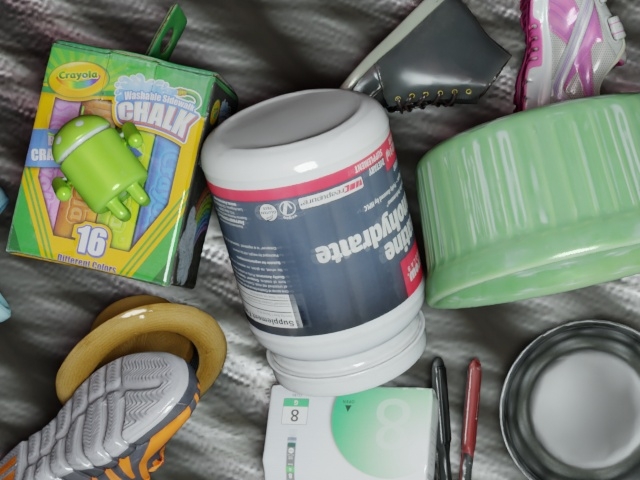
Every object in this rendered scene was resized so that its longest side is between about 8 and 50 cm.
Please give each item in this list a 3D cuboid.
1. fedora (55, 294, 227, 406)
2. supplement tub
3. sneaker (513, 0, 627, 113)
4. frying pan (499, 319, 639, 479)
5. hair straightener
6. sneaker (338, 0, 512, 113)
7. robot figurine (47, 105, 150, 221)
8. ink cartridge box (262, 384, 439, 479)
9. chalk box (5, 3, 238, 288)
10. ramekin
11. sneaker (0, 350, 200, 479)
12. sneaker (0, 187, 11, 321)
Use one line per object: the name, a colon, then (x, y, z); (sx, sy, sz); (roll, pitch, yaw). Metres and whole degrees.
fedora: (-0.198, 0.120, 1.514); (0.194, 0.194, 0.079); (-26, 47, 3)
supplement tub: (0.000, 0.000, 1.424); (0.191, 0.191, 0.272); (-13, 114, 4)
sneaker: (0.272, -0.225, 1.503); (0.111, 0.103, 0.252); (4, 95, 0)
frying pan: (0.345, 0.216, 1.502); (0.326, 0.053, 0.197); (31, 91, 3)
hair straightener: (0.125, 0.240, 1.528); (0.089, 0.047, 0.230); (3, 94, 17)
sneaker: (0.099, -0.159, 1.515); (0.118, 0.083, 0.222); (43, 90, 4)
robot figurine: (-0.214, -0.073, 1.364); (0.101, 0.067, 0.115); (-38, 86, 0)
ink cartridge box: (0.027, 0.264, 1.471); (0.181, 0.056, 0.224); (-1, 67, 18)
chalk box: (-0.198, -0.107, 1.488); (0.179, 0.180, 0.289); (12, 88, 4)
ramekin: (0.239, -0.037, 1.400); (0.303, 0.303, 0.148); (-12, 81, 4)
sneaker: (-0.198, 0.240, 1.470); (0.180, 0.124, 0.321); (36, 126, -28)
sneaker: (-0.419, -0.068, 1.536); (0.150, 0.135, 0.366); (-11, 96, -4)
